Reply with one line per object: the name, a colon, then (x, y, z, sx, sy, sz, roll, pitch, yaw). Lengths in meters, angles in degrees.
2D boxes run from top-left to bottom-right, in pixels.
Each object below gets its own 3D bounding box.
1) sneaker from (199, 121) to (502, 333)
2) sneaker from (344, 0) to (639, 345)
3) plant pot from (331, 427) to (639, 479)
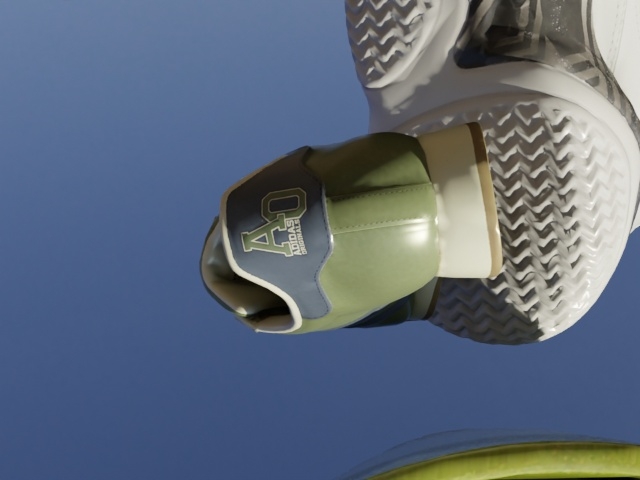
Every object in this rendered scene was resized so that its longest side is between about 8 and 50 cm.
sneaker: (0.000, 0.000, 0.434, 0.086, 0.064, 0.192, -8, 174, -6)
sneaker: (0.107, -0.152, 0.568, 0.137, 0.366, 0.210, 6, -162, 31)
plant pot: (0.087, 0.239, 0.581, 0.366, 0.366, 0.353, 1, -177, 1)
